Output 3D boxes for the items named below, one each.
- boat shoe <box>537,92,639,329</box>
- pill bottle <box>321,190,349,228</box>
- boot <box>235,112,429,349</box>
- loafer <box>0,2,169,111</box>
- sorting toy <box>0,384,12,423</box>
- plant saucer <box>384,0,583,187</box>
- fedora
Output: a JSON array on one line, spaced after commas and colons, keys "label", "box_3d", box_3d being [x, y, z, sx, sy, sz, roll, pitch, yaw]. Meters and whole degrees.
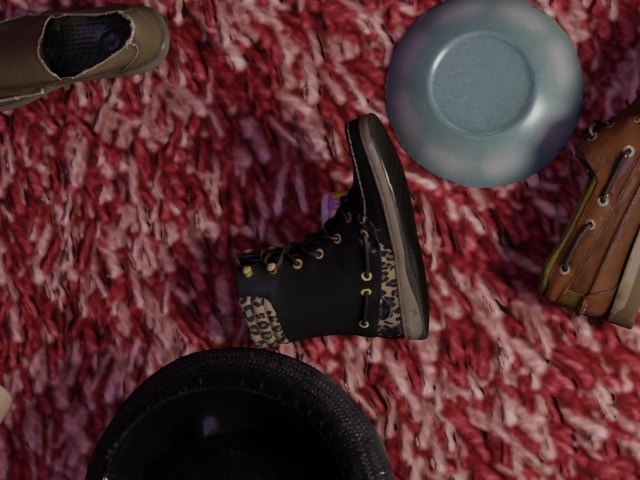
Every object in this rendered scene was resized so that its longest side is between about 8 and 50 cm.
[{"label": "boat shoe", "box_3d": [0.288, -0.076, 1.732, 0.104, 0.111, 0.307, 18, 87, 9]}, {"label": "pill bottle", "box_3d": [0.044, -0.027, 1.798, 0.083, 0.043, 0.043, -2, 84, 8]}, {"label": "boot", "box_3d": [0.000, 0.002, 1.743, 0.179, 0.085, 0.236, -8, 119, 11]}, {"label": "loafer", "box_3d": [-0.279, -0.192, 1.839, 0.251, 0.087, 0.094, -14, 83, 7]}, {"label": "sorting toy", "box_3d": [-0.442, 0.177, 1.854, 0.208, 0.038, 0.193, 34, 90, 10]}, {"label": "plant saucer", "box_3d": [0.157, -0.149, 1.797, 0.195, 0.037, 0.194, -1, 85, 9]}, {"label": "fedora", "box_3d": [-0.055, 0.257, 1.712, 0.334, 0.152, 0.334, -7, 74, 27]}]
